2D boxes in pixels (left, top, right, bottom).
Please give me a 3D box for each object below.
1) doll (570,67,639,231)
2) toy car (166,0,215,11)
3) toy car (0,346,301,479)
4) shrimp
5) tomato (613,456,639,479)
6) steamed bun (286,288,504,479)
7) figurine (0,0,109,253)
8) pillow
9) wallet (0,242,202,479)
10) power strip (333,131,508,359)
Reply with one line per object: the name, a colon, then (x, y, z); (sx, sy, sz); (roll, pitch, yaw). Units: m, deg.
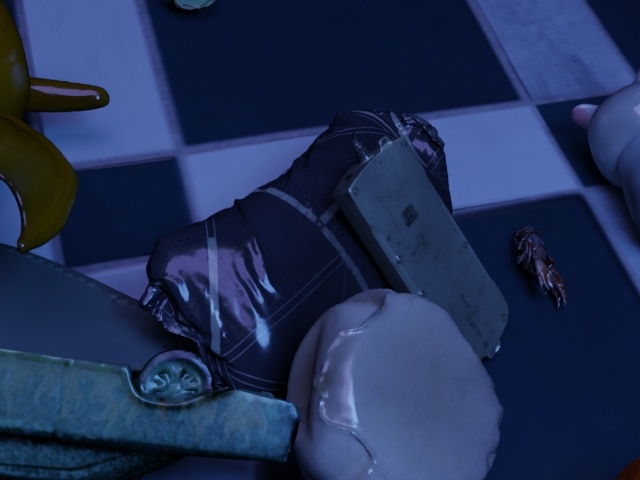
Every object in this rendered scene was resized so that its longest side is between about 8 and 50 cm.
doll: (0.322, -0.073, 1.061); (0.110, 0.107, 0.181); (-26, 46, 1)
toy car: (-0.154, -0.295, 1.264); (0.059, 0.035, 0.122); (-15, 60, -18)
toy car: (-0.179, 0.110, 0.751); (0.320, 0.141, 0.097); (9, 80, -8)
shrimp: (0.193, 0.020, 1.012); (0.029, 0.038, 0.092); (-40, 51, 18)
tomato: (0.299, 0.236, 0.731); (0.260, 0.180, 0.260); (4, 46, -4)
steamed bun: (0.046, 0.131, 0.837); (0.183, 0.106, 0.183); (16, 63, -34)
figurine: (-0.358, -0.104, 0.915); (0.401, 0.268, 0.387); (28, 30, 1)
pillow: (0.000, 0.000, 0.945); (0.335, 0.092, 0.161); (-37, 93, -35)
wallet: (-0.263, 0.151, 0.830); (0.252, 0.083, 0.360); (25, 50, 10)
power strip: (0.081, 0.007, 0.924); (0.029, 0.227, 0.080); (-9, 30, 52)
